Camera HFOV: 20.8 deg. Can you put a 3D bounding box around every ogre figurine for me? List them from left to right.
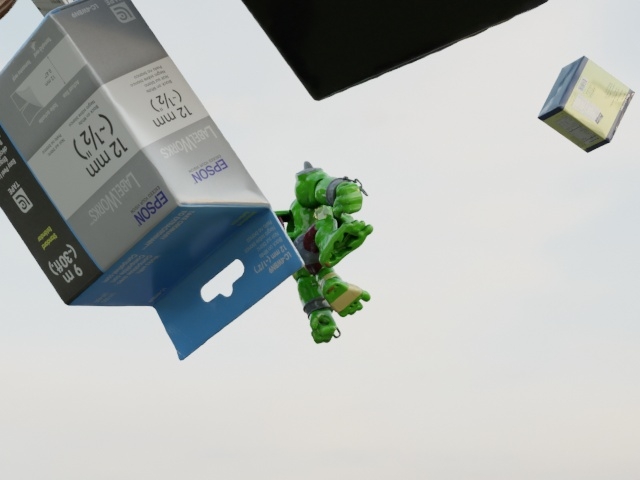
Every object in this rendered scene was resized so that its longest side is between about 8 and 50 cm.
[{"bbox_3d":[0.000,0.000,1.852,0.097,0.118,0.197,-24,-44,-11],"label":"ogre figurine"}]

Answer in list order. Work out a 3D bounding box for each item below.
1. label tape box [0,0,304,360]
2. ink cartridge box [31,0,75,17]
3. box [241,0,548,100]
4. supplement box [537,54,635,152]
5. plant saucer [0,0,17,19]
[{"bbox_3d":[-0.207,-0.049,1.817,0.115,0.348,0.249,-28,-7,-45],"label":"label tape box"},{"bbox_3d":[-0.348,-0.314,2.300,0.048,0.028,0.083,4,-27,22],"label":"ink cartridge box"},{"bbox_3d":[-0.017,-0.490,1.787,0.297,0.472,0.480,-22,-35,13],"label":"box"},{"bbox_3d":[0.332,-0.170,2.179,0.083,0.083,0.056,34,-21,-13],"label":"supplement box"},{"bbox_3d":[-0.324,-0.264,1.560,0.168,0.168,0.029,9,3,-41],"label":"plant saucer"}]
